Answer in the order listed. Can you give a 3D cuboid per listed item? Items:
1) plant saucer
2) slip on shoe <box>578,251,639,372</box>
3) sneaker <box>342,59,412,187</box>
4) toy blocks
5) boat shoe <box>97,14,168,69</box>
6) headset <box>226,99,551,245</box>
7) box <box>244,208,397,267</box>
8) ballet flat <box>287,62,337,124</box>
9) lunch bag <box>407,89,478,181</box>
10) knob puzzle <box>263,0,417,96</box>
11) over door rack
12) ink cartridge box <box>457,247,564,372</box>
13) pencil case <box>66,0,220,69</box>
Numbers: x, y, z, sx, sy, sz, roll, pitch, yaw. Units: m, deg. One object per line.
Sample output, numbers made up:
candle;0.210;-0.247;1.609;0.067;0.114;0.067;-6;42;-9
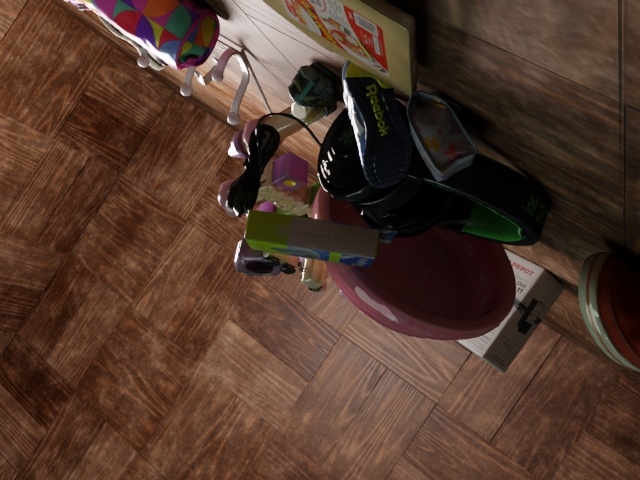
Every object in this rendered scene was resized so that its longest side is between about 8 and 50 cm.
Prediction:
plant saucer;0.131;0.022;1.097;0.332;0.084;0.332;19;-141;-17
slip on shoe;0.427;0.119;0.865;0.331;0.123;0.101;38;147;-18
sneaker;0.055;-0.122;0.731;0.059;0.053;0.144;-114;9;-60
toy blocks;-0.054;-0.023;1.257;0.260;0.308;0.289;-21;142;41
boat shoe;-0.356;-0.424;1.432;0.228;0.069;0.081;39;-144;-55
headset;0.071;-0.060;0.897;0.394;0.185;0.243;21;175;25
box;0.000;0.000;0.910;0.178;0.042;0.109;9;173;1
ballet flat;-0.016;-0.191;0.993;0.070;0.070;0.188;34;-179;4
lunch bag;0.115;-0.106;0.713;0.083;0.053;0.071;59;-175;8
knob puzzle;-0.003;-0.195;0.578;0.213;0.030;0.213;33;-179;-1
over door rack;-0.194;-0.289;1.310;0.240;0.108;0.324;35;-179;20
ink cartridge box;0.350;0.128;1.440;0.087;0.208;0.153;37;178;-37
pencil case;-0.257;-0.332;1.037;0.236;0.104;0.104;33;-179;13
